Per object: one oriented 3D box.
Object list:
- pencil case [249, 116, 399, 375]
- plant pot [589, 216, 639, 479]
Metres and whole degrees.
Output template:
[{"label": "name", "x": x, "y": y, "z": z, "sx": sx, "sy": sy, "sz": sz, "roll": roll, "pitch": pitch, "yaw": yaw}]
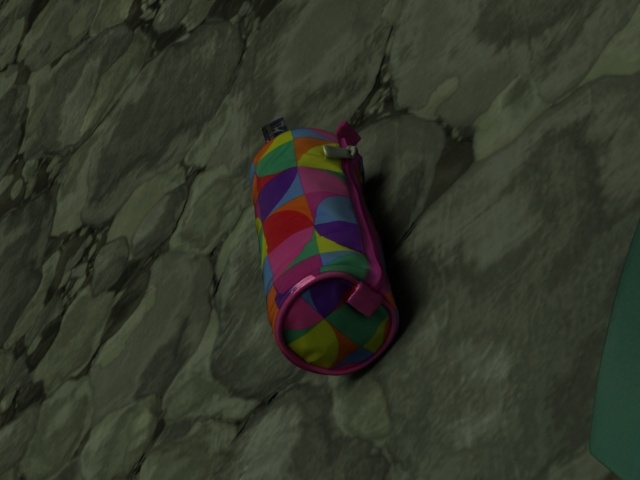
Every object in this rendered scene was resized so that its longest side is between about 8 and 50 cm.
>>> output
[{"label": "pencil case", "x": 0.000, "y": 0.000, "z": 1.510, "sx": 0.104, "sy": 0.104, "sz": 0.236, "roll": -45, "pitch": 29, "yaw": 22}, {"label": "plant pot", "x": 0.247, "y": 0.039, "z": 0.974, "sx": 0.234, "sy": 0.165, "sz": 0.166, "roll": -62, "pitch": 25, "yaw": 6}]
